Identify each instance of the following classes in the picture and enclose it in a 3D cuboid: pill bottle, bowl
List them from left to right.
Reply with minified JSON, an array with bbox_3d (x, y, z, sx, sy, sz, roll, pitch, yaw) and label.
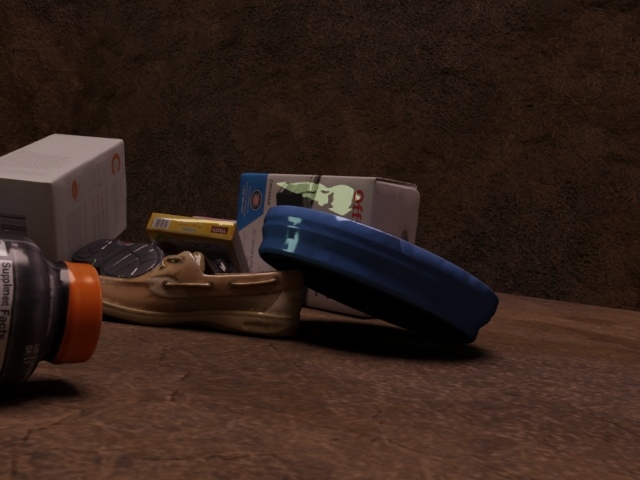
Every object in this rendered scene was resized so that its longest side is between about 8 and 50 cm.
[{"bbox_3d":[-0.301,0.053,0.526,0.246,0.130,0.130,7,0,-36],"label":"pill bottle"},{"bbox_3d":[0.082,0.063,1.086,0.391,0.077,0.391,22,-10,4],"label":"bowl"}]

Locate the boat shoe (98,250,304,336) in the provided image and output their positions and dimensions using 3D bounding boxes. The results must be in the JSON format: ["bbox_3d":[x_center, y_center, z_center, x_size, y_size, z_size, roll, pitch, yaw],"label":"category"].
[{"bbox_3d":[-0.195,0.070,1.018,0.341,0.110,0.121,7,1,-1],"label":"boat shoe"}]

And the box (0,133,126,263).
[{"bbox_3d":[-0.542,-0.075,1.397,0.169,0.214,0.345,6,21,5],"label":"box"}]

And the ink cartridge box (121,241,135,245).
[{"bbox_3d":[-0.518,0.042,1.600,0.235,0.088,0.193,7,-1,1],"label":"ink cartridge box"}]

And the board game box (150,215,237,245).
[{"bbox_3d":[-0.262,0.028,1.774,0.318,0.065,0.319,6,-20,-39],"label":"board game box"}]

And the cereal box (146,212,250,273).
[{"bbox_3d":[-0.239,0.037,1.388,0.173,0.047,0.240,7,-32,7],"label":"cereal box"}]

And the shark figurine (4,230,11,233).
[{"bbox_3d":[-0.447,0.044,0.974,0.166,0.116,0.278,5,-1,-6],"label":"shark figurine"}]

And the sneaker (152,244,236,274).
[{"bbox_3d":[-0.260,0.072,1.302,0.153,0.101,0.269,14,-4,-43],"label":"sneaker"}]

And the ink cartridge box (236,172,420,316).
[{"bbox_3d":[0.000,0.000,1.510,0.395,0.285,0.166,6,1,40],"label":"ink cartridge box"}]

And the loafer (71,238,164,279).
[{"bbox_3d":[-0.350,0.062,1.231,0.109,0.095,0.303,-36,28,-30],"label":"loafer"}]
